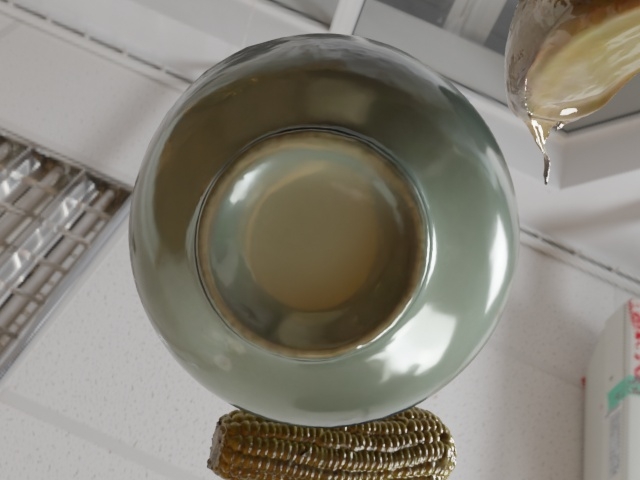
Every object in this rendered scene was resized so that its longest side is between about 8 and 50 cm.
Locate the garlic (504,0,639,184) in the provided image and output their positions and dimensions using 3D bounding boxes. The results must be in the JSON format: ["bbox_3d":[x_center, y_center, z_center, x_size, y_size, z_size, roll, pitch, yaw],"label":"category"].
[{"bbox_3d":[0.267,-0.188,0.664,0.196,0.338,0.151,37,-136,-12],"label":"garlic"}]

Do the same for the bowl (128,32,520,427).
[{"bbox_3d":[0.000,0.000,0.460,0.289,0.289,0.146,24,-175,0],"label":"bowl"}]

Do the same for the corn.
[{"bbox_3d":[0.015,0.179,0.622,0.231,0.080,0.080,11,-135,-24],"label":"corn"}]
